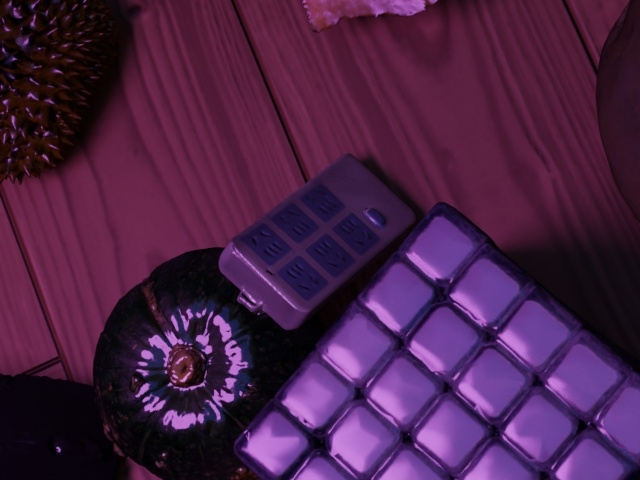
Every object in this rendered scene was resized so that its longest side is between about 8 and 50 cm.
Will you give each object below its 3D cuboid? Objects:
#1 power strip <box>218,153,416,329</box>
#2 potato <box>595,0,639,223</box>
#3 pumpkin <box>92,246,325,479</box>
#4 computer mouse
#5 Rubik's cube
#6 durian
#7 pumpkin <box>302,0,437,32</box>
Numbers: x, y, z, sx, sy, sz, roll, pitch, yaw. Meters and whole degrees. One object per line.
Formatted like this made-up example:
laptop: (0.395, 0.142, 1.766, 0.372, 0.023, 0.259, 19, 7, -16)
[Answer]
power strip: (0.000, 0.000, 1.476, 0.081, 0.192, 0.035, 42, 133, 9)
potato: (0.337, -0.075, 1.365, 0.243, 0.221, 0.326, -39, 77, -4)
pumpkin: (-0.086, 0.101, 1.490, 0.190, 0.146, 0.190, 6, 104, 23)
computer mouse: (-0.262, 0.165, 1.516, 0.217, 0.073, 0.122, 7, 73, -25)
Rubik's cube: (0.118, 0.146, 1.383, 0.237, 0.237, 0.238, 40, 93, 16)
durian: (-0.286, -0.132, 1.585, 0.193, 0.138, 0.237, 23, 89, 17)
pumpkin: (0.019, -0.291, 1.545, 0.131, 0.126, 0.248, -20, 94, 17)
